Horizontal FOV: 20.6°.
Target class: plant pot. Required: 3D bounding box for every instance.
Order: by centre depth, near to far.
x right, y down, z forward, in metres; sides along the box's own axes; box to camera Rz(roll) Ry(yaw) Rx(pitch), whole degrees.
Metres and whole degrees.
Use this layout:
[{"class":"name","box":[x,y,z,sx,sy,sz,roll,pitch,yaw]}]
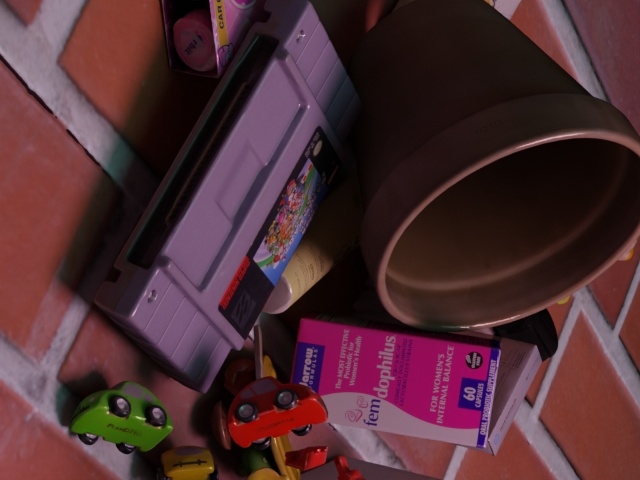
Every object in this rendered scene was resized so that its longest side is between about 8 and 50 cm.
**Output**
[{"class":"plant pot","box":[0.160,-0.106,1.900,0.323,0.280,0.323,-17,147,-12]}]

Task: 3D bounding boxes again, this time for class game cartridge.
[{"class":"game cartridge","box":[-0.076,-0.040,1.730,0.355,0.068,0.230,-61,151,-14]}]

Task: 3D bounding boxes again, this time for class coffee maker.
[{"class":"coffee maker","box":[0.245,0.086,2.252,0.178,0.171,0.120,53,39,-53]}]

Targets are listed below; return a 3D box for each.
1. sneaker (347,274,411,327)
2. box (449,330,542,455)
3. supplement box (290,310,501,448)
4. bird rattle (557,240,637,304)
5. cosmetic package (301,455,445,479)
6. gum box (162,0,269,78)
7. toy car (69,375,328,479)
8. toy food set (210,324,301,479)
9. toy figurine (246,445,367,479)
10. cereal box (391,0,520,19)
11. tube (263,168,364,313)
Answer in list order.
[{"class":"sneaker","box":[0.141,0.077,2.087,0.180,0.124,0.321,25,79,-41]},{"class":"box","box":[0.152,0.171,2.110,0.145,0.186,0.038,-58,143,-30]},{"class":"supplement box","box":[0.081,0.150,1.924,0.114,0.220,0.111,-13,112,-84]},{"class":"bird rattle","box":[0.313,-0.029,2.312,0.253,0.207,0.143,71,24,-54]},{"class":"cosmetic package","box":[-0.037,0.405,1.906,0.453,0.161,0.230,-12,109,-56]},{"class":"gum box","box":[-0.100,-0.264,1.678,0.107,0.062,0.188,-37,130,-48]},{"class":"toy car","box":[-0.142,0.179,1.709,0.225,0.239,0.053,22,41,-36]},{"class":"toy food set","box":[-0.075,0.193,1.873,0.218,0.071,0.128,73,7,-48]},{"class":"toy figurine","box":[0.045,0.370,1.710,0.217,0.191,0.362,-7,104,-62]},{"class":"cereal box","box":[0.159,-0.269,2.111,0.240,0.047,0.173,-60,144,-27]},{"class":"tube","box":[0.000,0.000,1.937,0.070,0.062,0.240,-49,175,38]}]
